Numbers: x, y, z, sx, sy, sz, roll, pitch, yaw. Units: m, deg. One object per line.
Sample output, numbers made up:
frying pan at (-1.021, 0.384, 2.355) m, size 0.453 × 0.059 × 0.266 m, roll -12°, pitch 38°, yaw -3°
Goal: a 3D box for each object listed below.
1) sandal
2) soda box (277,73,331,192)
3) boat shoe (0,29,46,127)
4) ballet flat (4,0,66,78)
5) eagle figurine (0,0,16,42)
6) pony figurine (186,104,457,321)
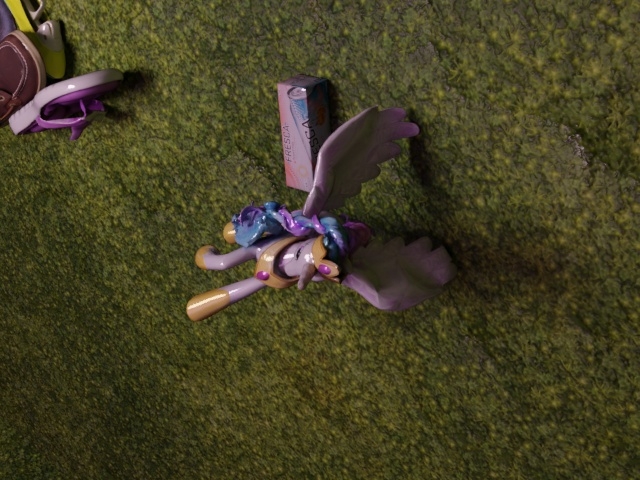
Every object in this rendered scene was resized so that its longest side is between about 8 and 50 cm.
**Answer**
sandal at (-0.487, -0.252, 1.734) m, size 0.416 × 0.169 × 0.102 m, roll -7°, pitch 107°, yaw 58°
soda box at (-0.023, -0.172, 1.428) m, size 0.063 × 0.058 × 0.183 m, roll 17°, pitch 126°, yaw 35°
boat shoe at (-0.664, -0.303, 1.788) m, size 0.123 × 0.123 × 0.342 m, roll 54°, pitch 141°, yaw -8°
ballet flat at (-0.564, -0.438, 1.755) m, size 0.077 × 0.077 × 0.231 m, roll -26°, pitch 94°, yaw 31°
eagle figurine at (-0.754, -0.489, 1.844) m, size 0.298 × 0.225 × 0.226 m, roll 96°, pitch 175°, yaw -71°
pony figurine at (0.000, 0.000, 1.306) m, size 0.363 × 0.351 × 0.302 m, roll -11°, pitch 106°, yaw 50°
